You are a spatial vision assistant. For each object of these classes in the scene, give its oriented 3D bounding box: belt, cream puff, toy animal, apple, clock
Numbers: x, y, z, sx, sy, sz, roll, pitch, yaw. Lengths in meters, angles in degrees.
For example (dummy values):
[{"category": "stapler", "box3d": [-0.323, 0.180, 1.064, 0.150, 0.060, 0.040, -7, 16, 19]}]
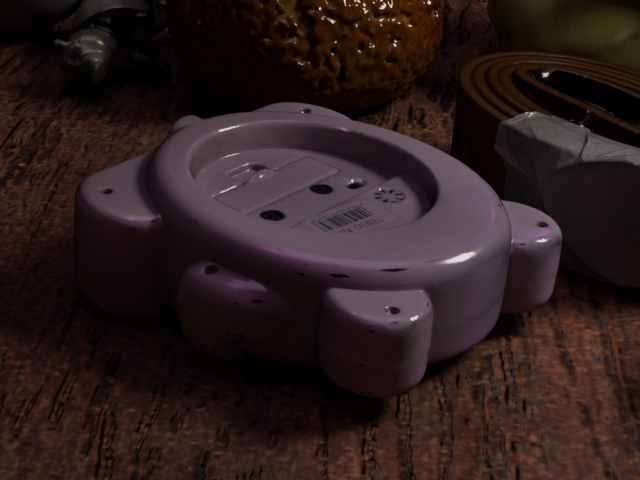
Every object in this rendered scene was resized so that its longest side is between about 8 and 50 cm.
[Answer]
[{"category": "belt", "box3d": [0.249, -0.068, 1.363, 0.217, 0.122, 0.338, -12, 30, -29]}, {"category": "cream puff", "box3d": [-0.016, -0.257, 1.614, 0.303, 0.212, 0.303, 4, 32, -2]}, {"category": "toy animal", "box3d": [-0.215, -0.227, 1.670, 0.121, 0.094, 0.225, -3, 35, 13]}, {"category": "apple", "box3d": [0.278, -0.241, 1.646, 0.200, 0.200, 0.200, 2, 27, -1]}, {"category": "clock", "box3d": [0.000, 0.000, 1.216, 0.322, 0.113, 0.295, 24, 33, 33]}]

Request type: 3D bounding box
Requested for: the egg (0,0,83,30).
[{"category": "egg", "box3d": [-0.354, -0.329, 1.765, 0.176, 0.176, 0.232, -22, 30, -40]}]
